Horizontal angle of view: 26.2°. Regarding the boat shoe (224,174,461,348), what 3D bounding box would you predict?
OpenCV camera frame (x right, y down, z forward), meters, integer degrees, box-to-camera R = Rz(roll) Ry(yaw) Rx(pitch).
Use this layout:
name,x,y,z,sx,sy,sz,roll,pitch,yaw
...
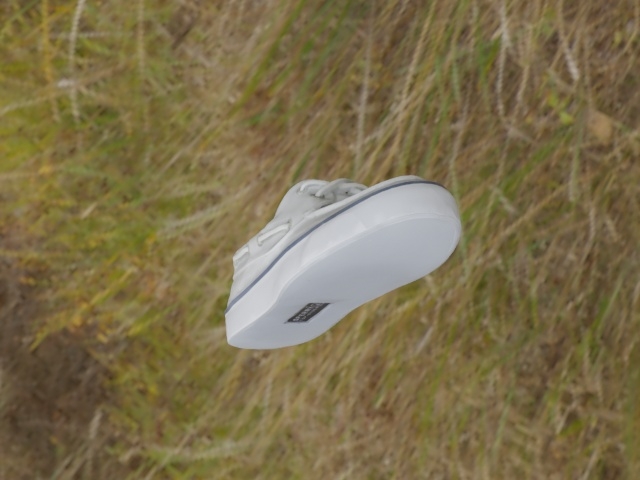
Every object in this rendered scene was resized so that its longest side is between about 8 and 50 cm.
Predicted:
name,x,y,z,sx,sy,sz,roll,pitch,yaw
boat shoe,0.000,0.000,0.912,0.095,0.084,0.258,6,157,-32
